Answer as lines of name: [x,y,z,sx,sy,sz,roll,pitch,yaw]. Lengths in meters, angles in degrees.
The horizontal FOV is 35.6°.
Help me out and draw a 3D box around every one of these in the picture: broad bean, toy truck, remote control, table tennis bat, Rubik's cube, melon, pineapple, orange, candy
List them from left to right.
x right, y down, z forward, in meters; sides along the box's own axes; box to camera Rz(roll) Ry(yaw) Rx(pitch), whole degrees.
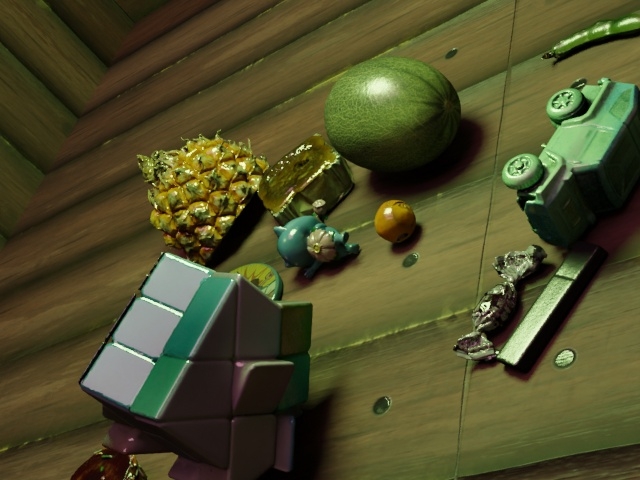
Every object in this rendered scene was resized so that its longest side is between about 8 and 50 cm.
pineapple: [-0.295,-0.154,2.353,0.209,0.286,0.344,-44,17,57]
Rubik's cube: [-0.182,0.223,1.696,0.358,0.368,0.387,4,57,51]
table tennis bat: [-0.209,0.140,2.169,0.329,0.044,0.215,-5,48,45]
melon: [0.149,-0.259,2.047,0.301,0.237,0.238,4,53,47]
orange: [0.144,-0.037,1.924,0.083,0.083,0.084,-30,32,21]
candy: [0.289,0.098,1.602,0.094,0.051,0.226,9,59,48]
remote control: [0.357,0.099,1.543,0.245,0.025,0.063,-52,34,-16]
toy truck: [0.428,-0.129,1.631,0.156,0.155,0.279,13,60,46]
broad bean: [0.542,-0.402,1.959,0.226,0.039,0.069,-18,31,38]

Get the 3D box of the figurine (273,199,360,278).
figurine: [0.000,-0.006,2.048,0.178,0.114,0.144,1,43,36]

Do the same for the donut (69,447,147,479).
donut: [-0.419,0.506,1.894,0.235,0.089,0.235,-31,31,21]

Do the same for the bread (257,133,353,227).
bread: [-0.037,-0.129,2.234,0.210,0.110,0.192,-41,31,3]
